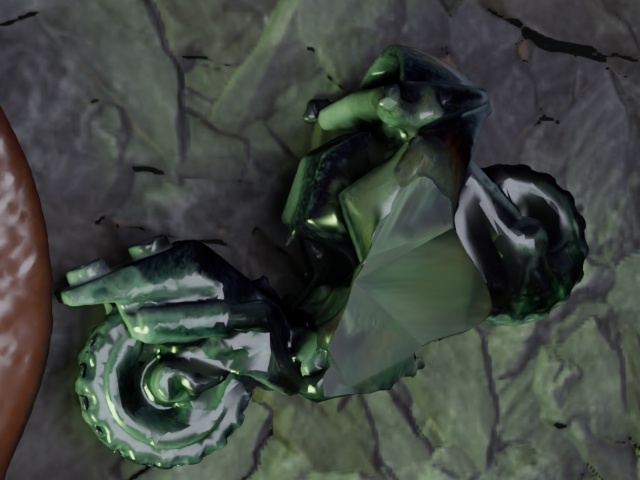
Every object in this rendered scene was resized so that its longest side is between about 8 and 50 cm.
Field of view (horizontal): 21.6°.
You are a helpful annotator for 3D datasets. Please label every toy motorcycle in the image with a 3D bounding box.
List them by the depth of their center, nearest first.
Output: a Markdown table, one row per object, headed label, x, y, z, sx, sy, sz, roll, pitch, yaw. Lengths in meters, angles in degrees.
| label | x | y | z | sx | sy | sz | roll | pitch | yaw |
| --- | --- | --- | --- | --- | --- | --- | --- | --- | --- |
| toy motorcycle | 0.000 | 0.000 | 0.813 | 0.270 | 0.106 | 0.159 | -20 | 96 | -17 |

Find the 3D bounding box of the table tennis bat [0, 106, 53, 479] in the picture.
| label | x | y | z | sx | sy | sz | roll | pitch | yaw |
| --- | --- | --- | --- | --- | --- | --- | --- | --- | --- |
| table tennis bat | -0.220 | 0.050 | 0.721 | 0.268 | 0.051 | 0.414 | -40 | 107 | -22 |
